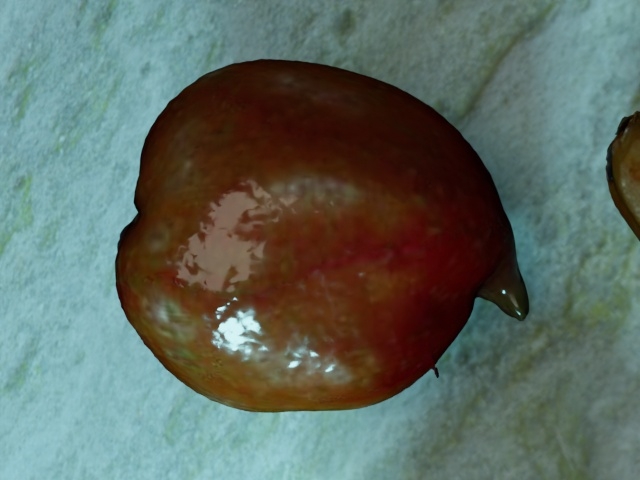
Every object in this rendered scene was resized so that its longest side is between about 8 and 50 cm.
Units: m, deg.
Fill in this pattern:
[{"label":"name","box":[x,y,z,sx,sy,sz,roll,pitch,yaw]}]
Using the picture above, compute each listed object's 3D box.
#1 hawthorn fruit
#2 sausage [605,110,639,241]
[{"label":"hawthorn fruit","box":[-0.015,-0.008,0.799,0.311,0.295,0.295,-18,75,24]},{"label":"sausage","box":[0.314,0.042,0.700,0.102,0.102,0.330,-42,65,20]}]
